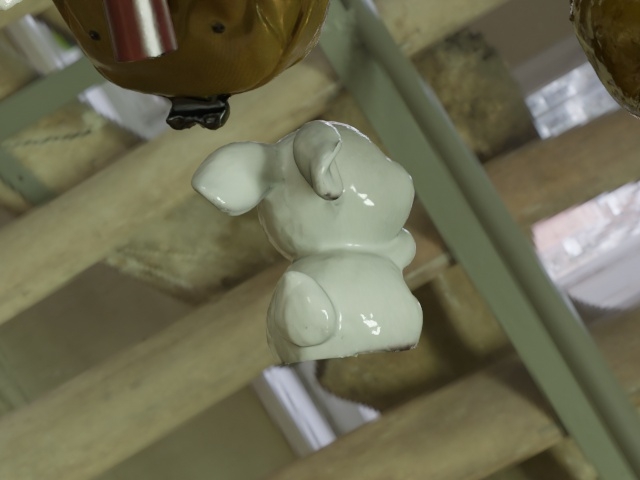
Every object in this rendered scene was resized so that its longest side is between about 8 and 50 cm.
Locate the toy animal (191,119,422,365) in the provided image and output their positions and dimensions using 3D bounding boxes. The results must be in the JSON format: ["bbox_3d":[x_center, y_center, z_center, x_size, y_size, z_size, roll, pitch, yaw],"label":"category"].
[{"bbox_3d":[0.001,0.005,0.962,0.178,0.127,0.193,-16,96,-63],"label":"toy animal"}]

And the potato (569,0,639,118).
[{"bbox_3d":[0.302,-0.116,0.737,0.195,0.176,0.369,12,19,-33],"label":"potato"}]

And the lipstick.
[{"bbox_3d":[-0.086,-0.156,0.472,0.027,0.027,0.176,-93,171,-73],"label":"lipstick"}]

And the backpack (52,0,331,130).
[{"bbox_3d":[-0.135,-0.294,1.146,0.201,0.353,0.378,-48,130,-42],"label":"backpack"}]

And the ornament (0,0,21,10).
[{"bbox_3d":[-0.389,-0.232,0.833,0.239,0.239,0.240,33,-27,45],"label":"ornament"}]
